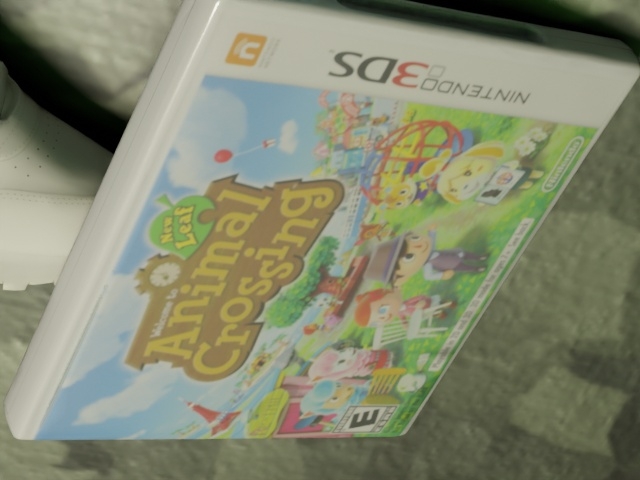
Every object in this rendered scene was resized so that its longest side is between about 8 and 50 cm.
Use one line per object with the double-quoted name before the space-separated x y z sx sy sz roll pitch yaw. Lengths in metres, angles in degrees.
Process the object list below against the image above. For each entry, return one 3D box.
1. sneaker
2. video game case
"sneaker" -0.166 -0.059 0.557 0.235 0.090 0.095 21 112 -20
"video game case" 0.000 0.000 0.599 0.193 0.023 0.212 4 130 -34
